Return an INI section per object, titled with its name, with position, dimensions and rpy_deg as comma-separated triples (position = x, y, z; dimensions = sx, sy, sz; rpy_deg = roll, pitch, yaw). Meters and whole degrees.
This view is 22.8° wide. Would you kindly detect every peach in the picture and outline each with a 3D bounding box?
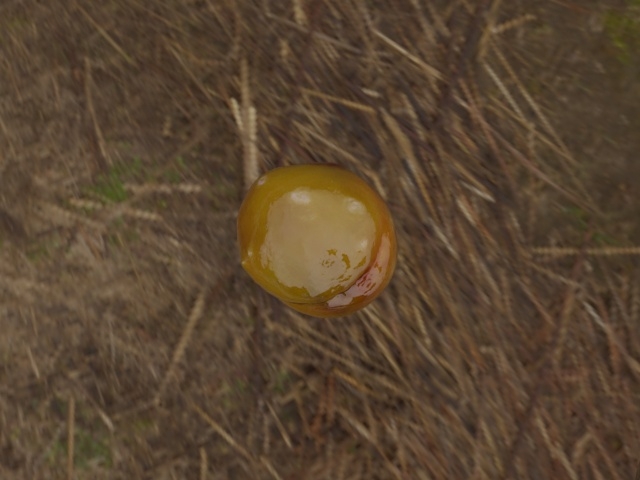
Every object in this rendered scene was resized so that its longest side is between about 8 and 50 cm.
[peach]
position = 0.000, 0.000, 1.325
dimensions = 0.138, 0.138, 0.138
rpy_deg = -5, 109, -14

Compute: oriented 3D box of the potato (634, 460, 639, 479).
[potato]
position = 0.168, 0.139, 0.422
dimensions = 0.165, 0.165, 0.262
rpy_deg = -17, 107, -10
